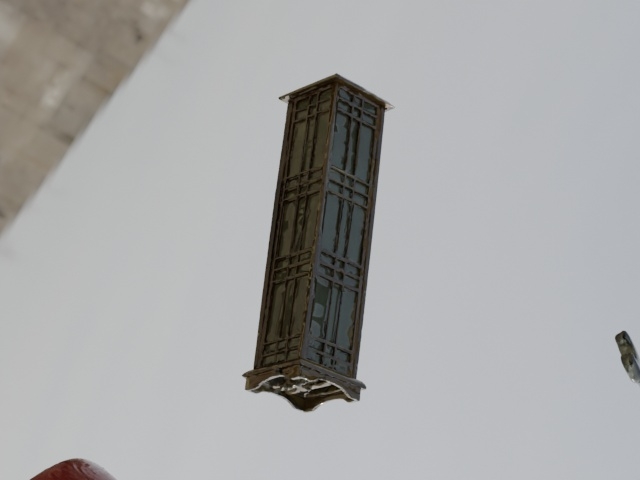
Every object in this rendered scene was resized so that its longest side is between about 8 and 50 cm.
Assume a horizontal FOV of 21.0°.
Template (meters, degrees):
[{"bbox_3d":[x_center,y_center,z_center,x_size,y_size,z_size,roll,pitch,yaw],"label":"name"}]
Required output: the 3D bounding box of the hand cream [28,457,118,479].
[{"bbox_3d":[-0.218,0.307,1.464,0.230,0.149,0.230,-43,160,-20],"label":"hand cream"}]

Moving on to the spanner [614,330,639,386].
[{"bbox_3d":[0.333,0.171,1.672,0.015,0.254,0.054,-25,-136,13],"label":"spanner"}]

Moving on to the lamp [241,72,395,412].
[{"bbox_3d":[0.000,0.000,1.709,0.089,0.090,0.325,-18,-123,44],"label":"lamp"}]
